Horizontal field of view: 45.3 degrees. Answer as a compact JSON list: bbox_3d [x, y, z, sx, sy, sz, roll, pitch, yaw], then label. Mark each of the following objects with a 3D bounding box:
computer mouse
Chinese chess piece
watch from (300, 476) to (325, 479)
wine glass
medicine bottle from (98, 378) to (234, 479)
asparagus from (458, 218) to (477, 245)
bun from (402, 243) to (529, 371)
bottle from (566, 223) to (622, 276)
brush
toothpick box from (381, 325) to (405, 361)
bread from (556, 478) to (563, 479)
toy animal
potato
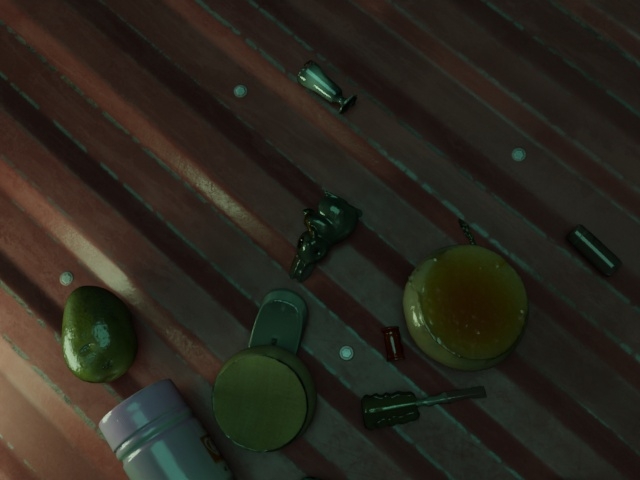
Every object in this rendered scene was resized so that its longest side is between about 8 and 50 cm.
[{"bbox_3d":[-0.105,0.229,1.871,0.127,0.079,0.231,19,97,6],"label":"computer mouse"},{"bbox_3d":[-0.133,0.371,1.802,0.249,0.103,0.250,0,94,8],"label":"Chinese chess piece"},{"bbox_3d":[0.001,0.654,1.780,0.237,0.068,0.195,16,82,4],"label":"watch"},{"bbox_3d":[0.017,-0.397,1.993,0.155,0.072,0.072,40,84,10],"label":"wine glass"},{"bbox_3d":[-0.344,0.501,1.765,0.202,0.202,0.316,-34,78,-3],"label":"medicine bottle"},{"bbox_3d":[0.394,0.048,1.896,0.022,0.023,0.233,-10,73,-44],"label":"asparagus"},{"bbox_3d":[0.329,0.159,1.804,0.298,0.165,0.299,3,72,-9],"label":"bun"},{"bbox_3d":[0.663,0.024,1.863,0.053,0.053,0.140,-44,78,-5],"label":"bottle"},{"bbox_3d":[0.247,0.384,1.818,0.300,0.071,0.084,-9,74,-3],"label":"brush"},{"bbox_3d":[0.176,0.249,1.856,0.047,0.047,0.083,-10,77,2],"label":"toothpick box"},{"bbox_3d":[0.617,0.622,1.734,0.188,0.068,0.126,10,80,6],"label":"bread"},{"bbox_3d":[0.001,-0.006,1.891,0.138,0.108,0.236,24,82,8],"label":"toy animal"},{"bbox_3d":[-0.544,0.219,1.865,0.174,0.159,0.251,-12,67,-22],"label":"potato"}]
